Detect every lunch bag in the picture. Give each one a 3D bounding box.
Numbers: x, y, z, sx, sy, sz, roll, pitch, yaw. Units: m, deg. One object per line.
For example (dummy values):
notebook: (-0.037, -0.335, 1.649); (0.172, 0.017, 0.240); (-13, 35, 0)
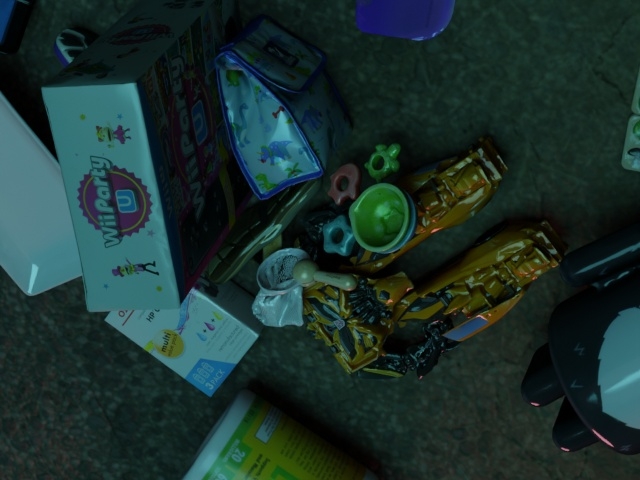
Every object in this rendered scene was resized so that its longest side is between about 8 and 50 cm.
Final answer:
lunch bag: (-0.043, -0.138, 1.742); (0.096, 0.129, 0.151); (-24, 105, 23)

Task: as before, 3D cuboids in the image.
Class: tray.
tray: (-0.330, -0.065, 1.875); (0.145, 0.030, 0.270); (-21, 121, 26)

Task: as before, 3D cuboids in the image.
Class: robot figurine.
robot figurine: (0.092, 0.029, 1.808); (0.291, 0.085, 0.211); (-34, 97, 27)
robot figurine: (0.332, 0.103, 1.724); (0.278, 0.173, 0.209); (-30, 139, 27)

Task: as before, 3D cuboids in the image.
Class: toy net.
toy net: (0.000, 0.000, 1.773); (0.232, 0.045, 0.122); (-36, 63, 27)

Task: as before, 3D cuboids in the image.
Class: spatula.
spatula: (-0.015, -0.258, 1.732); (0.297, 0.030, 0.084); (14, 120, 9)

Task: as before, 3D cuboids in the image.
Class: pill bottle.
pill bottle: (-0.020, 0.282, 1.935); (0.246, 0.136, 0.136); (34, 119, -2)

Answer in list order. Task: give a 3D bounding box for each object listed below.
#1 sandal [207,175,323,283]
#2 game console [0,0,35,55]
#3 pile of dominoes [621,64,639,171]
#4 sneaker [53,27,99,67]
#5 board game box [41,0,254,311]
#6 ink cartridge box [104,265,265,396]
sandal: (-0.053, -0.010, 1.851); (0.049, 0.072, 0.180); (35, 117, -27)
game console: (-0.347, -0.262, 1.789); (0.122, 0.071, 0.107); (17, 119, -9)
pile of dominoes: (0.394, -0.141, 1.666); (0.196, 0.040, 0.251); (12, 118, 11)
sneaker: (-0.226, -0.139, 1.832); (0.071, 0.068, 0.170); (-25, 107, 31)
board game box: (-0.149, -0.097, 1.692); (0.098, 0.303, 0.224); (-1, 115, 17)
ink cartridge box: (-0.157, 0.070, 1.914); (0.181, 0.061, 0.104); (36, 119, -2)
